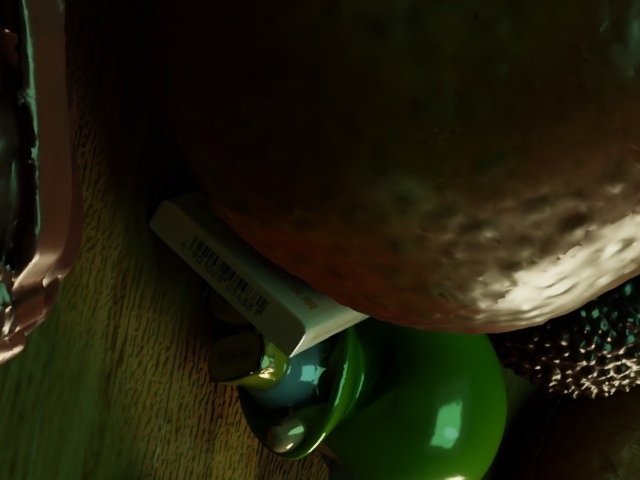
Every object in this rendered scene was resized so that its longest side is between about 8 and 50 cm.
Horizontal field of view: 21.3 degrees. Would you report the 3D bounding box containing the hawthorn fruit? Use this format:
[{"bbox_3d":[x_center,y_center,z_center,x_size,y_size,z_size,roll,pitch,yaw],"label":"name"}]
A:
[{"bbox_3d":[0.110,-0.147,0.939,0.403,0.402,0.403,-23,116,-58],"label":"hawthorn fruit"}]

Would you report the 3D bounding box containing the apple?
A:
[{"bbox_3d":[0.285,0.265,1.576,0.272,0.206,0.252,-47,139,-49],"label":"apple"}]

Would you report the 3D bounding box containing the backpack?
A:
[{"bbox_3d":[-0.182,-0.030,0.709,0.229,0.139,0.229,-7,98,-60],"label":"backpack"}]

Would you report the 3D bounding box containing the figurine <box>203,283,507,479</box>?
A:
[{"bbox_3d":[0.027,0.096,1.137,0.263,0.143,0.162,29,49,-47],"label":"figurine"}]

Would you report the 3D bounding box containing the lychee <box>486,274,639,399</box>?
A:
[{"bbox_3d":[0.221,0.053,1.440,0.188,0.188,0.188,-23,116,-58],"label":"lychee"}]

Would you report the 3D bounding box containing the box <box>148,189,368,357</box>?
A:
[{"bbox_3d":[0.000,0.001,1.081,0.220,0.122,0.032,-21,148,-59],"label":"box"}]
